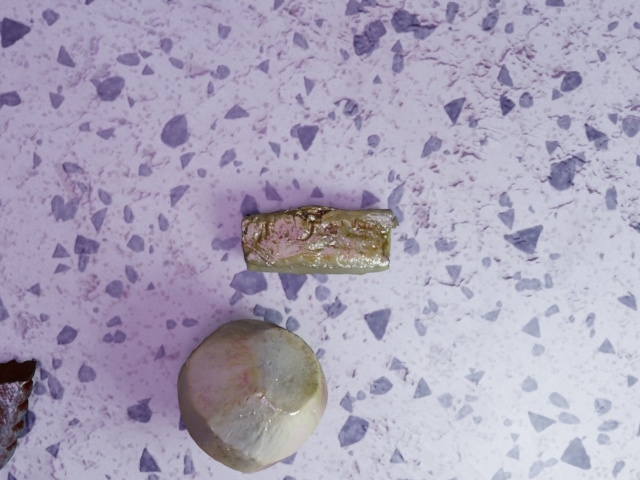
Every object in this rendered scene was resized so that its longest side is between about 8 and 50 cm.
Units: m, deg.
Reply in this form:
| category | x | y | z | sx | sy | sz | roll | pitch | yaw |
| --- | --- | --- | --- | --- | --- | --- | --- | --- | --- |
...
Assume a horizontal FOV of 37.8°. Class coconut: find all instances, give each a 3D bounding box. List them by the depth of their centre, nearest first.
| category | x | y | z | sx | sy | sz | roll | pitch | yaw |
| --- | --- | --- | --- | --- | --- | --- | --- | --- | --- |
| coconut | -0.119 | 0.268 | 1.616 | 0.260 | 0.259 | 0.259 | 0 | 96 | -4 |

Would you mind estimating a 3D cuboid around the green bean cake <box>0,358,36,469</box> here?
| category | x | y | z | sx | sy | sz | roll | pitch | yaw |
| --- | --- | --- | --- | --- | --- | --- | --- | --- | --- |
| green bean cake | -0.632 | 0.290 | 1.636 | 0.233 | 0.097 | 0.198 | 12 | 96 | -5 |

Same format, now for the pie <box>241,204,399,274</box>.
| category | x | y | z | sx | sy | sz | roll | pitch | yaw |
| --- | --- | --- | --- | --- | --- | --- | --- | --- | --- |
| pie | 0.000 | 0.000 | 1.667 | 0.283 | 0.068 | 0.128 | -1 | 97 | -5 |
